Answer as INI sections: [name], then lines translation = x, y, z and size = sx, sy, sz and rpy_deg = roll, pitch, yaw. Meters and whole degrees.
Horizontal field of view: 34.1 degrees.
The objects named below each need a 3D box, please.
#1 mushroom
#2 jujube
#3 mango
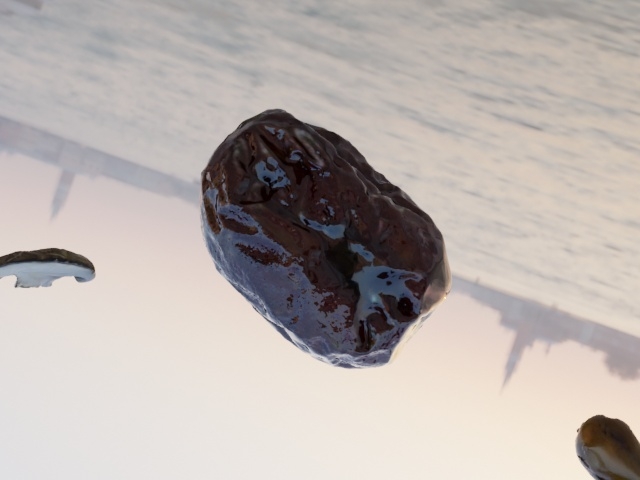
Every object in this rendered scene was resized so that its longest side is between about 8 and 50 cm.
[mushroom]
translation = -0.251, 0.025, 0.936
size = 0.101, 0.049, 0.019
rpy_deg = 2, -129, -31
[jujube]
translation = -0.002, 0.000, 1.451
size = 0.377, 0.276, 0.276
rpy_deg = 43, -173, 14
[mango]
translation = 0.362, 0.270, 1.268
size = 0.127, 0.077, 0.063
rpy_deg = 45, -135, 3
